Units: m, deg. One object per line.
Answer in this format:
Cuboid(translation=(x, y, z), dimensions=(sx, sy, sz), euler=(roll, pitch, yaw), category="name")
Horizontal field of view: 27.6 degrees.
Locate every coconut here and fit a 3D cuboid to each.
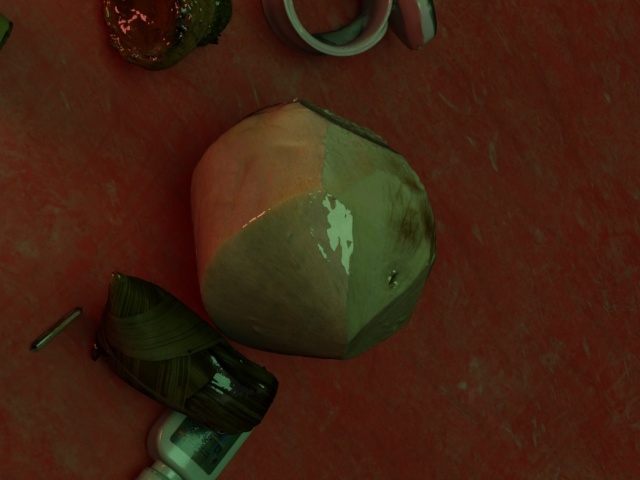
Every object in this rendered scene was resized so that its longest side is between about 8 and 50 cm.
Cuboid(translation=(0.000, 0.000, 1.914), dimensions=(0.415, 0.344, 0.415), euler=(21, 40, -19), category="coconut")

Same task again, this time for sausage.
Cuboid(translation=(-0.387, 0.130, 1.911), dimensions=(0.100, 0.015, 0.015), euler=(-43, 108, -24), category="sausage")

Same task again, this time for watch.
Cuboid(translation=(0.043, -0.384, 2.080), dimensions=(0.231, 0.196, 0.244), euler=(-31, 106, -19), category="watch")

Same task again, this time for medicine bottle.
Cuboid(translation=(-0.189, 0.299, 1.978), dimensions=(0.121, 0.083, 0.229), euler=(45, 69, -18), category="medicine bottle")

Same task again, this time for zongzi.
Cuboid(translation=(-0.189, 0.151, 1.826), dimensions=(0.286, 0.288, 0.134), euler=(29, 66, 2), category="zongzi")

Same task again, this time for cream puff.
Cuboid(translation=(-0.212, -0.346, 1.961), dimensions=(0.169, 0.183, 0.183), euler=(-8, 92, -55), category="cream puff")

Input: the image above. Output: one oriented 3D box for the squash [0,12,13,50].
Cuboid(translation=(-0.555, -0.322, 1.768), dimensions=(0.247, 0.132, 0.132), euler=(38, 71, -23), category="squash")
